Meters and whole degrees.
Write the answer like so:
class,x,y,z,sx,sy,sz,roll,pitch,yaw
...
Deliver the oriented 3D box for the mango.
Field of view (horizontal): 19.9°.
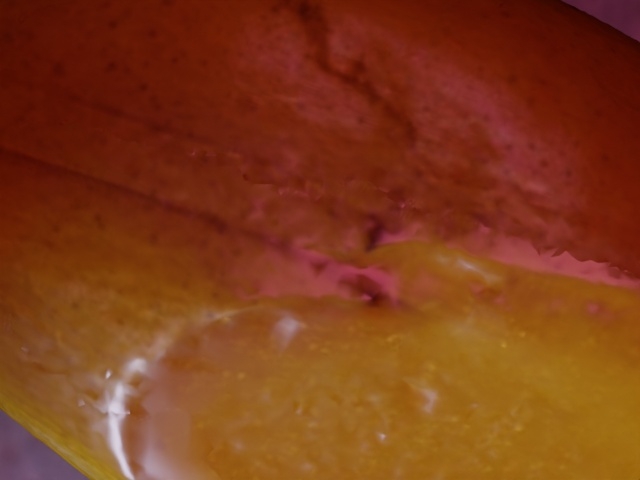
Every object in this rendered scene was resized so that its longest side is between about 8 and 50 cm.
class,x,y,z,sx,sy,sz,roll,pitch,yaw
mango,0.000,0.000,0.505,0.257,0.138,0.187,33,103,-7
